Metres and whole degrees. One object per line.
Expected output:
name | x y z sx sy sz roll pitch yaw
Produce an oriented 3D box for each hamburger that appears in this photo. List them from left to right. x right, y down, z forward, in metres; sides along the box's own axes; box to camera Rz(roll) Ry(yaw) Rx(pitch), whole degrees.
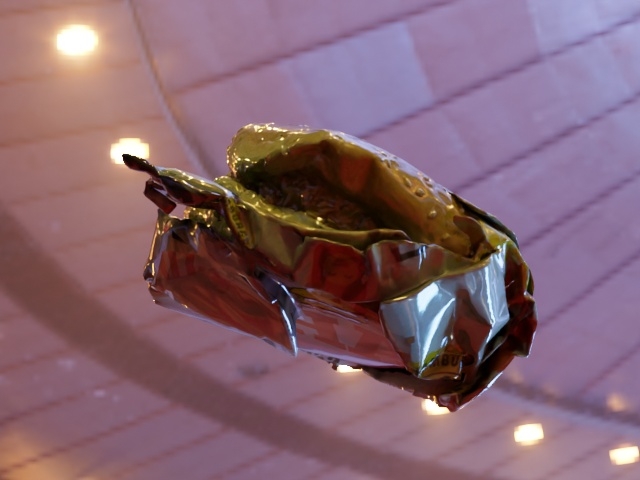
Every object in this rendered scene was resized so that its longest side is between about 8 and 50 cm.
hamburger | -0.003 0.000 0.901 0.235 0.125 0.214 35 -18 -15
